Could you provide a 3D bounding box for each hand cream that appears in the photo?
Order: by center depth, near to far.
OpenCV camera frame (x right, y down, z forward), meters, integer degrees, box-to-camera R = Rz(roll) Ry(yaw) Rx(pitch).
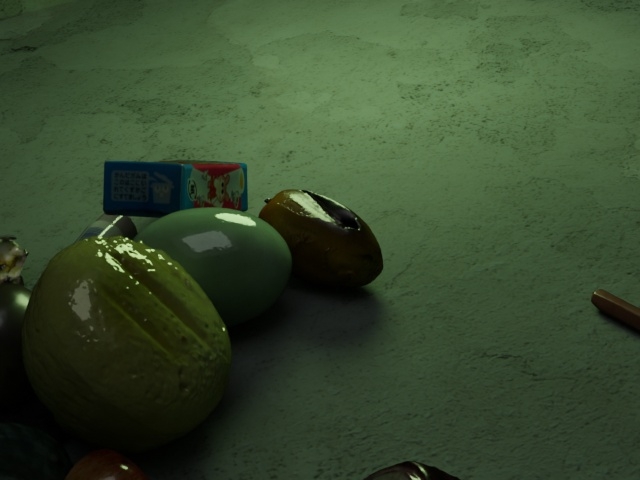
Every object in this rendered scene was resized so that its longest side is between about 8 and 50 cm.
[{"bbox_3d":[-0.423,0.039,2.075,0.083,0.133,0.248,45,45,-4],"label":"hand cream"}]

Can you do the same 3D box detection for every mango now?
[{"bbox_3d":[0.000,0.000,2.017,0.249,0.151,0.156,24,8,30],"label":"mango"}]

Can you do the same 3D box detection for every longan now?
[{"bbox_3d":[-0.499,0.162,1.822,0.197,0.196,0.220,-1,22,9],"label":"longan"}]

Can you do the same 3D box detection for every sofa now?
[{"bbox_3d":[-0.389,0.253,1.792,0.085,0.060,0.147,0,30,41],"label":"sofa"}]

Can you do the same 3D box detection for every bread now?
[{"bbox_3d":[-0.281,0.147,1.699,0.321,0.237,0.320,18,55,-27],"label":"bread"}]

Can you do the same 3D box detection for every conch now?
[{"bbox_3d":[-0.436,0.351,1.557,0.220,0.195,0.277,18,4,-12],"label":"conch"}]

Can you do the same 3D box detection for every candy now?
[{"bbox_3d":[-0.256,-0.097,2.129,0.157,0.100,0.306,3,4,19],"label":"candy"}]

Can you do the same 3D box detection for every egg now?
[{"bbox_3d":[-0.187,0.046,1.922,0.283,0.202,0.203,-6,33,1],"label":"egg"}]

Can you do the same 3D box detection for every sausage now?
[{"bbox_3d":[0.487,0.115,1.847,0.030,0.035,0.147,7,16,-44],"label":"sausage"}]

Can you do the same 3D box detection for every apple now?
[{"bbox_3d":[-0.278,0.354,1.533,0.131,0.146,0.146,-49,46,-12],"label":"apple"}]

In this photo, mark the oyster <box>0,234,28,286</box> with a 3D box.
[{"bbox_3d":[-0.692,0.089,2.063,0.355,0.107,0.201,-6,52,-20],"label":"oyster"}]

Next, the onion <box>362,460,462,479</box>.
[{"bbox_3d":[0.097,0.427,1.254,0.282,0.260,0.336,-28,26,47],"label":"onion"}]
